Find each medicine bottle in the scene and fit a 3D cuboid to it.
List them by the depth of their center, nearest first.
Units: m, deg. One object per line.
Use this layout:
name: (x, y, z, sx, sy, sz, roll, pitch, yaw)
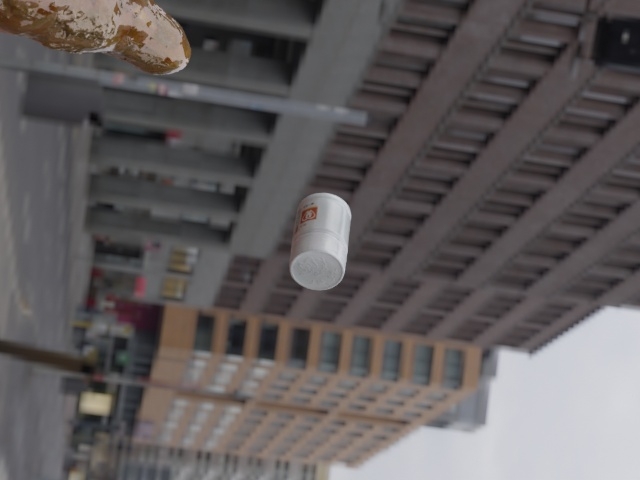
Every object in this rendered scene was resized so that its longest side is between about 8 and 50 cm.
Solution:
medicine bottle: (0.000, 0.000, 1.489, 0.089, 0.057, 0.057, -84, -174, -48)

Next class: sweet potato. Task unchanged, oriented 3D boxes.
sweet potato: (-0.241, -0.214, 1.289, 0.095, 0.355, 0.106, 52, -59, 37)
